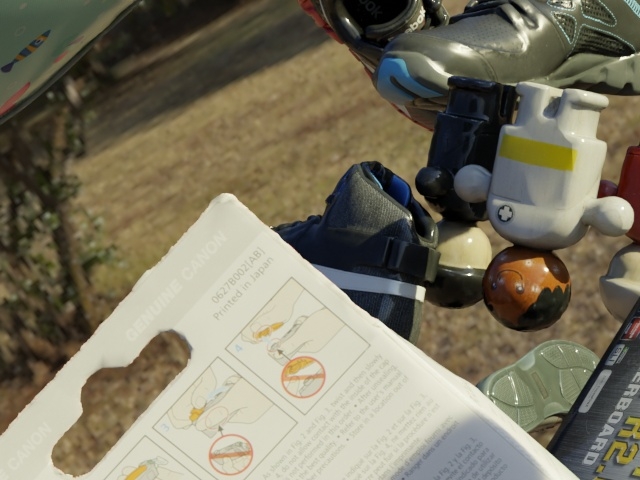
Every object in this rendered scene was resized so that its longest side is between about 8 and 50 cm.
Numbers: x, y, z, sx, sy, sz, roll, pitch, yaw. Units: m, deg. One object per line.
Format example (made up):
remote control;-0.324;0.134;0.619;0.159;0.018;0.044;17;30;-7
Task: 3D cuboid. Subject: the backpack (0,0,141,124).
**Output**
backpack;-0.126;-0.138;0.367;0.225;0.191;0.253;-42;-1;3

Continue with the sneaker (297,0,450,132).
sneaker;0.086;-0.184;1.235;0.097;0.276;0.135;-47;19;2

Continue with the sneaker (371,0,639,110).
sneaker;0.173;-0.185;1.117;0.341;0.139;0.125;-14;17;-42

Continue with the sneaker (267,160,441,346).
sneaker;0.000;0.000;0.848;0.217;0.079;0.121;23;93;47

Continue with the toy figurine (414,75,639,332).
toy figurine;0.168;-0.010;0.777;0.213;0.148;0.209;9;7;-13

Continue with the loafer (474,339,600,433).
loafer;0.228;0.173;1.448;0.084;0.096;0.267;-31;-16;36

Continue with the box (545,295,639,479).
box;0.173;0.118;0.593;0.231;0.056;0.183;-54;18;-16

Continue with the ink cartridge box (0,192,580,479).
ink cartridge box;-0.014;0.113;0.527;0.181;0.225;0.056;-47;10;4
